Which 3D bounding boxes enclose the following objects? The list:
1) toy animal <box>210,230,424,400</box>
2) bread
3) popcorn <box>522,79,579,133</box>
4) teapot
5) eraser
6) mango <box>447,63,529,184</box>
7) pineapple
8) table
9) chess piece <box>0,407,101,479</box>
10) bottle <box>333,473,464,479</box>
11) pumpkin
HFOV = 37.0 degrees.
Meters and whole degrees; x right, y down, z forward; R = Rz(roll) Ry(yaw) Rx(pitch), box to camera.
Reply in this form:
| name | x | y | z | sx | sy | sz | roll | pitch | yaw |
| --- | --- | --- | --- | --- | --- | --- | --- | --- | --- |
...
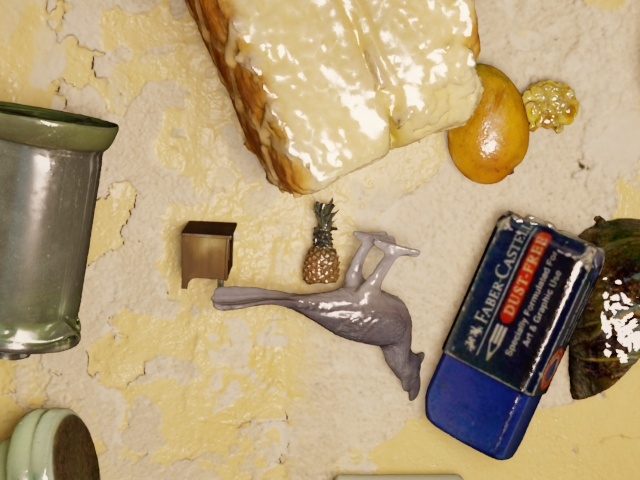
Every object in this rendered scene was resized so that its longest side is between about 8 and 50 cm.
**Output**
| name | x | y | z | sx | sy | sz | roll | pitch | yaw |
| --- | --- | --- | --- | --- | --- | --- | --- | --- | --- |
| toy animal | 0.052 | 0.080 | 1.329 | 0.367 | 0.081 | 0.205 | 28 | 97 | -28 |
| bread | -0.005 | -0.267 | 1.174 | 0.280 | 0.390 | 0.371 | -23 | 97 | -8 |
| popcorn | 0.322 | -0.189 | 1.357 | 0.082 | 0.057 | 0.083 | 35 | 97 | -6 |
| teapot | -0.420 | -0.015 | 1.283 | 0.271 | 0.200 | 0.336 | 14 | 99 | 21 |
| eraser | 0.267 | 0.130 | 1.353 | 0.155 | 0.102 | 0.332 | 26 | 96 | 28 |
| mango | 0.238 | -0.161 | 1.342 | 0.115 | 0.089 | 0.164 | 11 | 96 | 6 |
| pineapple | 0.000 | 0.000 | 1.366 | 0.058 | 0.058 | 0.124 | -2 | 96 | -3 |
| table | -0.157 | 0.021 | 1.347 | 0.070 | 0.083 | 0.082 | 3 | 104 | -1 |
| chess piece | -0.478 | 0.346 | 1.331 | 0.299 | 0.194 | 0.194 | -10 | 98 | 7 |
| bottle | 0.088 | 0.394 | 1.399 | 0.245 | 0.104 | 0.104 | 1 | 98 | -3 |
| pumpkin | 0.407 | 0.088 | 1.376 | 0.163 | 0.111 | 0.278 | 39 | 95 | -3 |
